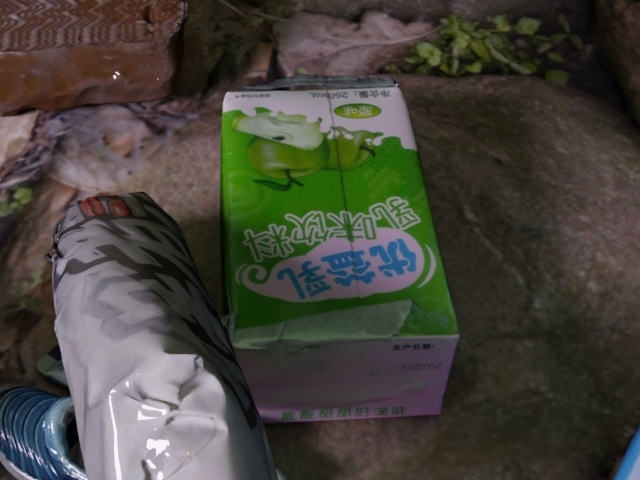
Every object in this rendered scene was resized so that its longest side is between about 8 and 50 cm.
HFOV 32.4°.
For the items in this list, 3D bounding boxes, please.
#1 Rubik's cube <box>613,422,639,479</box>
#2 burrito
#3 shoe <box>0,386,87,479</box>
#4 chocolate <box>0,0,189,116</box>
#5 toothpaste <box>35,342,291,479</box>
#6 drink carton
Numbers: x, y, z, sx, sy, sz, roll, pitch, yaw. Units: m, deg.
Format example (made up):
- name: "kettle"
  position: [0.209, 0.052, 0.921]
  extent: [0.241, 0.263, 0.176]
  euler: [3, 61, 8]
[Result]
- name: "Rubik's cube"
  position: [0.371, 0.116, 0.598]
  extent: [0.347, 0.351, 0.352]
  euler: [28, 50, 20]
- name: "burrito"
  position: [-0.115, 0.053, 0.696]
  extent: [0.101, 0.139, 0.445]
  euler: [-24, 26, -5]
- name: "shoe"
  position: [-0.165, 0.134, 0.737]
  extent: [0.143, 0.071, 0.064]
  euler: [21, 50, 20]
- name: "chocolate"
  position: [-0.221, -0.186, 1.006]
  extent: [0.214, 0.093, 0.148]
  euler: [-2, 50, -4]
- name: "toothpaste"
  position: [-0.109, 0.120, 0.777]
  extent: [0.216, 0.037, 0.062]
  euler: [28, 53, 26]
- name: "drink carton"
  position: [0.000, 0.000, 0.841]
  extent: [0.161, 0.108, 0.271]
  euler: [-3, 48, -6]
